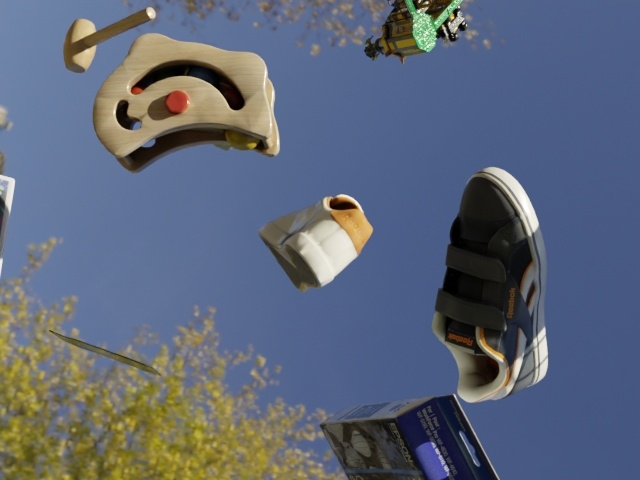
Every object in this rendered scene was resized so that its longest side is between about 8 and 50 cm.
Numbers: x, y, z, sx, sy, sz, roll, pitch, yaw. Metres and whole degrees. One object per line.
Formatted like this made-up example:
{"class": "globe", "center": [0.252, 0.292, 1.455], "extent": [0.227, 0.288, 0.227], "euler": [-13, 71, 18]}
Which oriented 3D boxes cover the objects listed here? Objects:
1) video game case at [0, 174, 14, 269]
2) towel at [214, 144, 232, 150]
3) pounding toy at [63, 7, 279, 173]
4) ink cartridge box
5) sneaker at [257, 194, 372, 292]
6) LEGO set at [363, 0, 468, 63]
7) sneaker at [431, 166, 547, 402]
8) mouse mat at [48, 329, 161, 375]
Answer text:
{"class": "video game case", "center": [-0.486, -0.020, 1.178], "extent": [0.023, 0.183, 0.201], "euler": [-48, -144, 42]}
{"class": "towel", "center": [-0.218, -0.223, 1.983], "extent": [0.148, 0.110, 0.027], "euler": [-7, -115, 68]}
{"class": "pounding toy", "center": [-0.183, -0.163, 1.088], "extent": [0.269, 0.155, 0.154], "euler": [12, -101, 7]}
{"class": "ink cartridge box", "center": [0.120, 0.313, 1.352], "extent": [0.165, 0.065, 0.332], "euler": [62, -28, 1]}
{"class": "sneaker", "center": [0.000, 0.000, 1.281], "extent": [0.123, 0.106, 0.290], "euler": [-38, -168, -11]}
{"class": "LEGO set", "center": [0.083, -0.447, 1.517], "extent": [0.192, 0.331, 0.255], "euler": [-2, -135, 43]}
{"class": "sneaker", "center": [0.221, 0.071, 1.251], "extent": [0.126, 0.127, 0.321], "euler": [16, -57, 55]}
{"class": "mouse mat", "center": [-0.374, 0.199, 1.655], "extent": [0.189, 0.152, 0.007], "euler": [18, -104, 3]}
